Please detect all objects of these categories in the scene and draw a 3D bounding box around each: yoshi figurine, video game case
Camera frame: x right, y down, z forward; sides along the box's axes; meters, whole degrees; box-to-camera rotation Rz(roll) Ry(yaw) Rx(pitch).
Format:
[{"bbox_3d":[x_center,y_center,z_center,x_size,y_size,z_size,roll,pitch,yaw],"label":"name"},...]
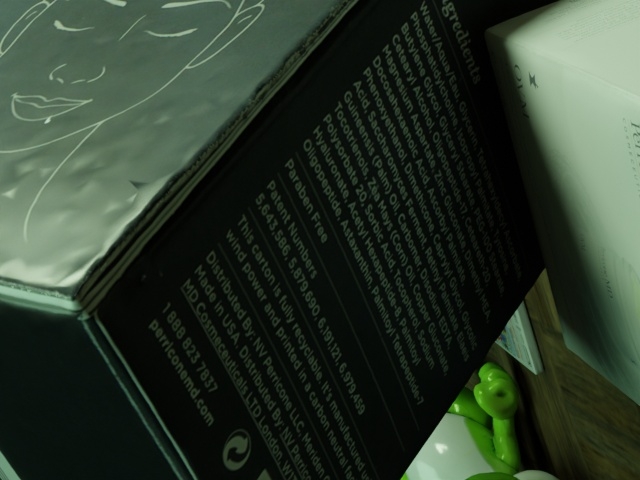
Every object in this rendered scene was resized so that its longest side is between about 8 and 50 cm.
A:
[{"bbox_3d":[0.144,0.247,1.740,0.362,0.203,0.204,39,140,47],"label":"yoshi figurine"},{"bbox_3d":[0.188,0.078,1.689,0.122,0.011,0.087,-139,28,-70],"label":"video game case"}]

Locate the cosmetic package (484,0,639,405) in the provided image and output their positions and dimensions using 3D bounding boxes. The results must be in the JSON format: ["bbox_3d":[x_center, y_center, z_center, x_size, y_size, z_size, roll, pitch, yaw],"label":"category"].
[{"bbox_3d":[0.216,-0.020,0.949,0.224,0.138,0.224,-138,28,-67],"label":"cosmetic package"}]

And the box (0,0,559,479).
[{"bbox_3d":[-0.123,-0.053,1.128,0.480,0.472,0.297,10,139,38],"label":"box"}]
